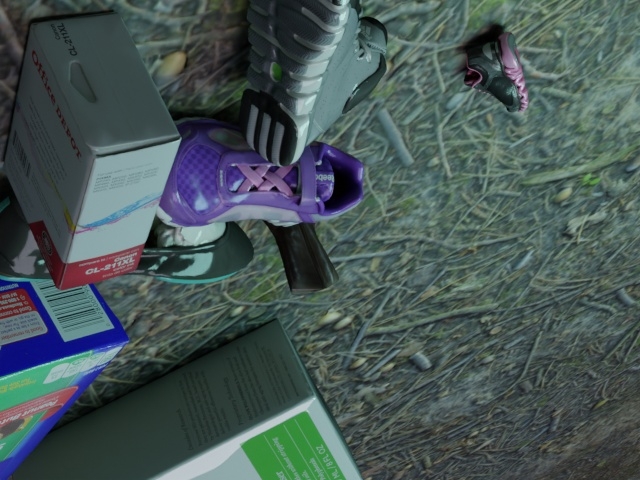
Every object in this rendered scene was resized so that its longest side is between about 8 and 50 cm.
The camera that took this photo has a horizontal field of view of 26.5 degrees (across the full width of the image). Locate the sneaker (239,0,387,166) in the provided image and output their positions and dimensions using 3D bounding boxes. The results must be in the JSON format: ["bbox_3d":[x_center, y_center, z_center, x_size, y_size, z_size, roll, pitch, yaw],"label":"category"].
[{"bbox_3d":[0.009,-0.173,1.080,0.132,0.086,0.229,-34,155,-38],"label":"sneaker"}]

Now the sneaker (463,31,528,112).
[{"bbox_3d":[0.166,-0.156,1.295,0.057,0.047,0.119,-15,153,10],"label":"sneaker"}]

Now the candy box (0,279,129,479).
[{"bbox_3d":[-0.371,0.160,1.235,0.268,0.122,0.317,-14,156,-49],"label":"candy box"}]

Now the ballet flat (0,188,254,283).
[{"bbox_3d":[-0.160,-0.013,1.192,0.280,0.095,0.096,-3,134,-40],"label":"ballet flat"}]

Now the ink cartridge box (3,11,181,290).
[{"bbox_3d":[-0.176,-0.066,1.024,0.072,0.127,0.175,-14,152,-29],"label":"ink cartridge box"}]

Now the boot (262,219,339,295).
[{"bbox_3d":[0.000,0.000,1.338,0.106,0.114,0.037,-14,153,-25],"label":"boot"}]

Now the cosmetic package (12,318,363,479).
[{"bbox_3d":[-0.158,0.275,1.605,0.365,0.155,0.197,-28,130,0],"label":"cosmetic package"}]

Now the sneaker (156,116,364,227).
[{"bbox_3d":[-0.047,-0.055,1.171,0.104,0.095,0.236,5,-177,39],"label":"sneaker"}]
